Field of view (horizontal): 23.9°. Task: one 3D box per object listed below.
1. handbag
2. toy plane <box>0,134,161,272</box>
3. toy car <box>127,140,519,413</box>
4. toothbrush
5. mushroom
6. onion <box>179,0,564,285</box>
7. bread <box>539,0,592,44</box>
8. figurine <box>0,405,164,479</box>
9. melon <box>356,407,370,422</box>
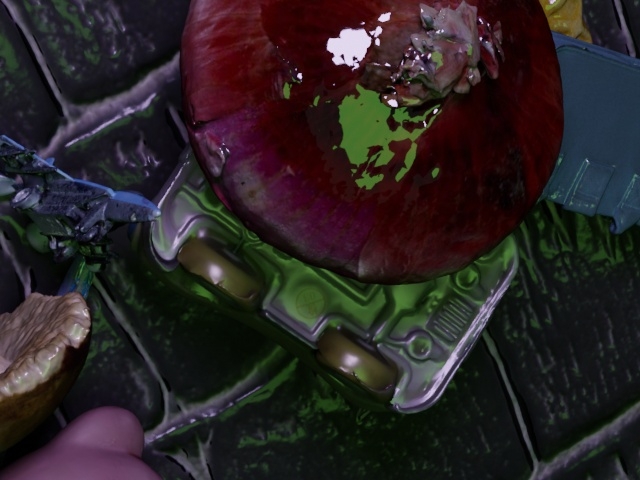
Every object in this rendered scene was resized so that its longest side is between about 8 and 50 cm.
[{"bbox_3d":[0.279,-0.101,1.521,0.229,0.062,0.179,13,111,-24],"label":"handbag"},{"bbox_3d":[-0.221,-0.025,1.383,0.078,0.246,0.169,-45,121,-20],"label":"toy plane"},{"bbox_3d":[0.000,0.000,1.493,0.336,0.226,0.242,34,81,-11],"label":"toy car"},{"bbox_3d":[-0.309,0.173,1.543,0.035,0.042,0.413,6,114,-59],"label":"toothbrush"},{"bbox_3d":[-0.327,0.054,1.405,0.208,0.233,0.301,-4,89,-44],"label":"mushroom"},{"bbox_3d":[0.062,-0.136,1.248,0.347,0.285,0.347,2,85,-20],"label":"onion"},{"bbox_3d":[0.232,-0.197,1.540,0.084,0.077,0.367,-26,117,-10],"label":"bread"},{"bbox_3d":[-0.249,0.322,1.498,0.261,0.211,0.269,-23,126,-20],"label":"figurine"},{"bbox_3d":[0.107,0.124,1.631,0.182,0.098,0.054,-40,101,17],"label":"melon"}]
